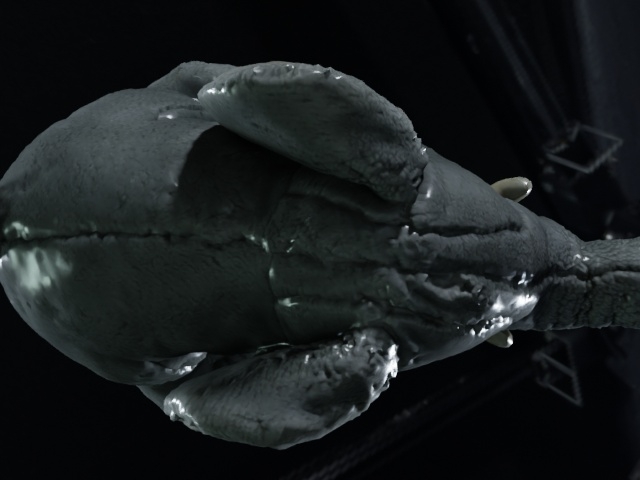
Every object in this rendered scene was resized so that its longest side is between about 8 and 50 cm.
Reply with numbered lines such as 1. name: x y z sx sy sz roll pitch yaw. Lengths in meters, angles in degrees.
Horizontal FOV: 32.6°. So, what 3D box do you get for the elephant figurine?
1. elephant figurine: 0.000 0.000 0.412 0.186 0.239 0.169 -46 -57 -32
